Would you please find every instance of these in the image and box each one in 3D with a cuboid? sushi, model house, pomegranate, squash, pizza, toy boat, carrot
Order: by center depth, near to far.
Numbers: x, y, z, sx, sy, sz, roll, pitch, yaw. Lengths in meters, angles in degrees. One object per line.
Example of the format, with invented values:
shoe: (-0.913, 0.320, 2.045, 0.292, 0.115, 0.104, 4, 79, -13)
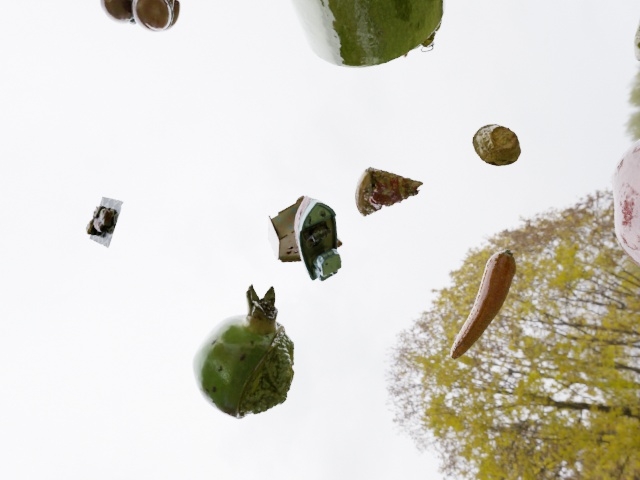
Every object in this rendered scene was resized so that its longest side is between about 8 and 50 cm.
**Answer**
squash: (0.030, -0.416, 0.542, 0.210, 0.234, 0.309, -52, -30, -15)
carrot: (0.349, 0.145, 0.879, 0.062, 0.066, 0.271, 11, -79, -55)
sushi: (-0.540, -0.051, 1.012, 0.026, 0.126, 0.120, 20, -95, -51)
pomegranate: (-0.178, 0.274, 1.022, 0.261, 0.260, 0.340, 6, -80, -33)
pizza: (0.196, -0.133, 1.148, 0.199, 0.188, 0.062, -9, -124, -2)
toy boat: (0.000, 0.000, 1.361, 0.145, 0.133, 0.331, -25, -49, -20)
model house: (-0.088, -0.029, 1.621, 0.169, 0.244, 0.326, 62, -168, 26)

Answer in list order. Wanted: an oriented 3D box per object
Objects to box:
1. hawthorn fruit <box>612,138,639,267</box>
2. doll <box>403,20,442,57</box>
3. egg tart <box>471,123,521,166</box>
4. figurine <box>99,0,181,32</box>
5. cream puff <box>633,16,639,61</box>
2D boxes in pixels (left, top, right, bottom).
hawthorn fruit: (0.554, -0.048, 0.536, 0.311, 0.295, 0.294, -4, -98, -62)
doll: (0.291, -0.631, 1.240, 0.136, 0.221, 0.142, 25, -72, 1)
egg tart: (0.446, -0.244, 1.030, 0.129, 0.049, 0.128, 1, -111, -3)
figurine: (-0.581, -0.931, 1.481, 0.248, 0.277, 0.387, 8, -76, -69)
cream puff: (0.711, -0.398, 0.637, 0.275, 0.323, 0.269, 27, -134, 7)
